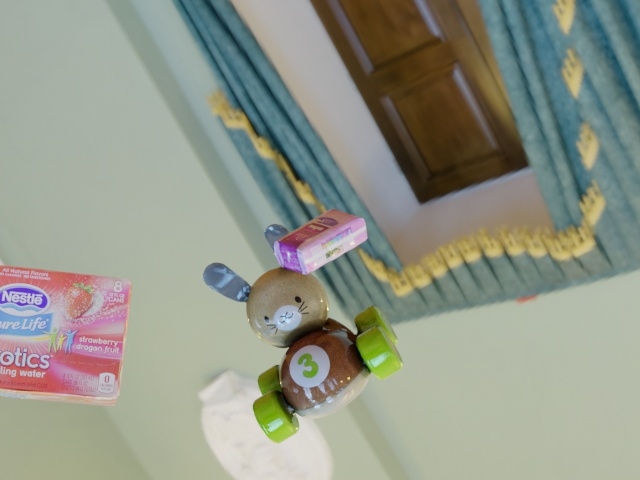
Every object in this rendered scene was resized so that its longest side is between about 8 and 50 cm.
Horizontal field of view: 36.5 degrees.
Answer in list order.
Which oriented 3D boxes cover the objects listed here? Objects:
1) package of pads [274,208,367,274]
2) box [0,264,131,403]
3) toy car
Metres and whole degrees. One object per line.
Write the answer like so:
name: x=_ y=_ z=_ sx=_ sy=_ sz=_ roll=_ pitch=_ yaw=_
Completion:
package of pads: x=0.000 y=0.000 z=0.958 sx=0.083 sy=0.032 sz=0.050 roll=-30 pitch=-154 yaw=-29
box: x=-0.393 y=0.114 z=1.203 sx=0.299 sy=0.154 sz=0.142 roll=6 pitch=166 yaw=-12
toy car: x=-0.030 y=0.081 z=1.008 sx=0.155 sy=0.188 sz=0.149 roll=-32 pitch=-170 yaw=6
